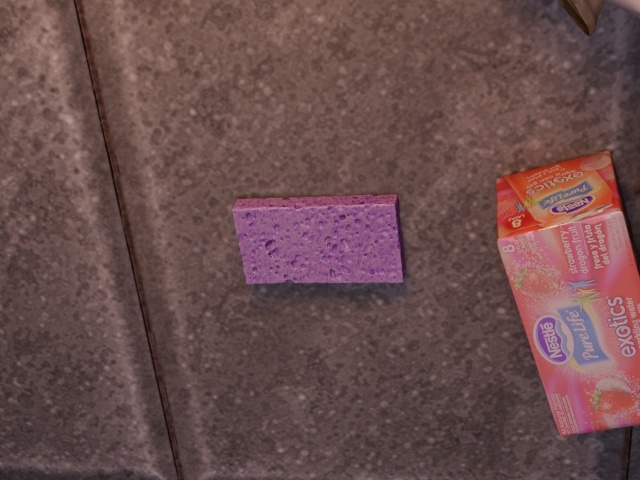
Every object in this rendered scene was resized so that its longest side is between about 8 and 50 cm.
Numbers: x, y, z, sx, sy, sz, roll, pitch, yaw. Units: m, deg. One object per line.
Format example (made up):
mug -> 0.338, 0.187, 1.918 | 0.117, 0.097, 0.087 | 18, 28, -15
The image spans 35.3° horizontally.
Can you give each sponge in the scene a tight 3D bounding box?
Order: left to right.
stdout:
sponge -> 0.000, 0.000, 1.285 | 0.210, 0.031, 0.117 | -1, 121, 11

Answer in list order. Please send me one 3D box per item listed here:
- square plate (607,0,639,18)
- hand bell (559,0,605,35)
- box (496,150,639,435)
square plate -> 0.188, -0.379, 0.848 | 0.049, 0.347, 0.344 | -17, 121, -14
hand bell -> 0.336, -0.327, 1.002 | 0.242, 0.126, 0.126 | -35, 111, 12
box -> 0.315, 0.068, 1.201 | 0.142, 0.154, 0.300 | -14, 119, 17
